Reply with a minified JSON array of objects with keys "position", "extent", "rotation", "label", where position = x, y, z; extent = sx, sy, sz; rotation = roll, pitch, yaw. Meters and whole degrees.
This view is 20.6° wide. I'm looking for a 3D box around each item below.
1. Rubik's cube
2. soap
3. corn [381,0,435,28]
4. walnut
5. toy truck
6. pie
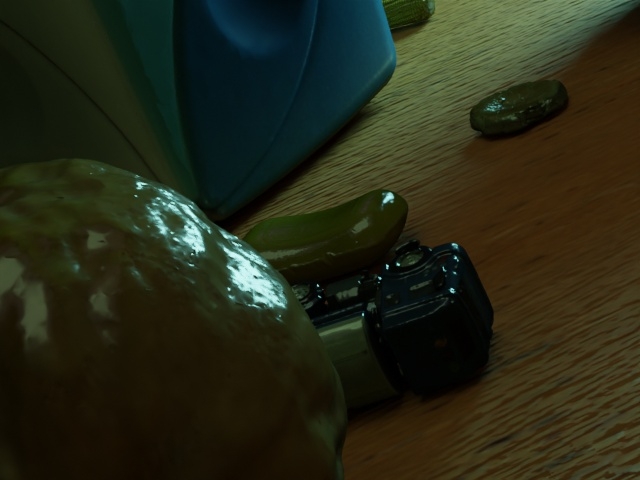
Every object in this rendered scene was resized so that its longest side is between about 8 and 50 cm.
[{"position":[-0.182,-0.212,1.627],"extent":[0.347,0.351,0.352],"rotation":[-5,29,43],"label":"Rubik's cube"},{"position":[0.000,0.001,1.314],"extent":[0.140,0.045,0.089],"rotation":[-15,24,21],"label":"soap"},{"position":[0.081,-0.244,1.882],"extent":[0.092,0.037,0.037],"rotation":[-8,25,33],"label":"corn"},{"position":[-0.145,0.108,0.853],"extent":[0.306,0.306,0.344],"rotation":[-28,13,-12],"label":"walnut"},{"position":[0.004,0.069,1.090],"extent":[0.202,0.074,0.088],"rotation":[-19,25,15],"label":"toy truck"},{"position":[0.164,-0.111,1.457],"extent":[0.084,0.020,0.084],"rotation":[-19,20,7],"label":"pie"}]
